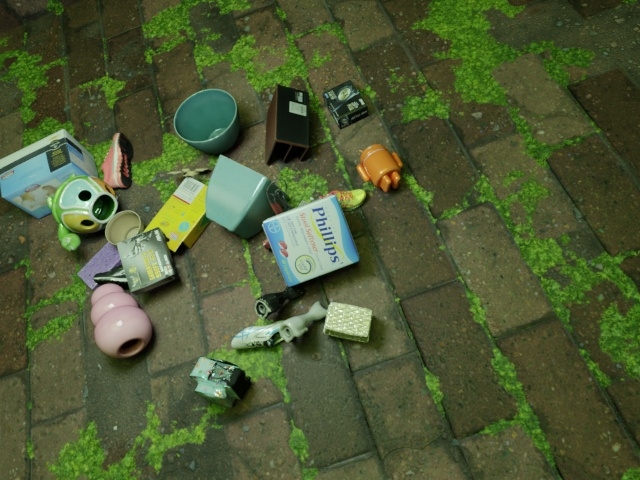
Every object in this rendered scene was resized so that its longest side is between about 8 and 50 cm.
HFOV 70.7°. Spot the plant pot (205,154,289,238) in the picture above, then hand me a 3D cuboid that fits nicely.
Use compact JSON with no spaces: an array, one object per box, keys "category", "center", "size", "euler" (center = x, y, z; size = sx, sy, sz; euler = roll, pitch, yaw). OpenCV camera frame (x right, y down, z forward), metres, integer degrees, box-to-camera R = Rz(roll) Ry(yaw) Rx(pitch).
[{"category":"plant pot","center":[-0.326,-0.157,1.851],"size":[0.247,0.248,0.252],"euler":[28,86,21]}]

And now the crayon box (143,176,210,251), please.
[{"category":"crayon box","center":[-0.589,-0.108,1.963],"size":[0.202,0.081,0.318],"euler":[29,74,22]}]

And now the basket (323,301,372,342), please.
[{"category":"basket","center":[0.101,0.290,1.614],"size":[0.167,0.103,0.113],"euler":[11,69,4]}]

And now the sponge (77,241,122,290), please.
[{"category":"sponge","center":[-0.949,0.104,1.971],"size":[0.117,0.031,0.210],"euler":[35,77,23]}]

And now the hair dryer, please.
[{"category":"hair dryer","center":[-0.147,-0.088,1.809],"size":[0.224,0.080,0.293],"euler":[23,104,-13]}]

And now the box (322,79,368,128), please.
[{"category":"box","center":[0.113,-0.618,2.046],"size":[0.148,0.077,0.180],"euler":[-25,64,-1]}]

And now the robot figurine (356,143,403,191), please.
[{"category":"robot figurine","center":[0.243,-0.304,1.850],"size":[0.158,0.128,0.219],"euler":[-38,62,21]}]

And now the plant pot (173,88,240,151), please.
[{"category":"plant pot","center":[-0.488,-0.512,2.059],"size":[0.291,0.195,0.290],"euler":[-4,66,10]}]

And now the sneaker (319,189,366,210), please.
[{"category":"sneaker","center":[0.086,-0.168,1.842],"size":[0.209,0.094,0.081],"euler":[-17,62,2]}]

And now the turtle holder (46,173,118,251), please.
[{"category":"turtle holder","center":[-1.031,-0.136,1.954],"size":[0.228,0.243,0.320],"euler":[11,41,30]}]

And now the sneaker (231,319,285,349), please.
[{"category":"sneaker","center":[-0.219,0.362,1.669],"size":[0.237,0.085,0.086],"euler":[-17,40,2]}]

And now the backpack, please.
[{"category":"backpack","center":[-0.367,0.497,1.598],"size":[0.189,0.165,0.144],"euler":[19,62,22]}]

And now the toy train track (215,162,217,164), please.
[{"category":"toy train track","center":[-0.465,-0.331,2.076],"size":[0.048,0.014,0.083],"euler":[8,74,8]}]

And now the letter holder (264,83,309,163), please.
[{"category":"letter holder","center":[-0.155,-0.499,2.026],"size":[0.152,0.214,0.301],"euler":[8,63,-19]}]

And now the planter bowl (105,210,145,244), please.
[{"category":"planter bowl","center":[-0.831,-0.035,1.965],"size":[0.162,0.109,0.162],"euler":[-4,66,10]}]

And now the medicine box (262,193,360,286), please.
[{"category":"medicine box","center":[-0.033,-0.005,1.701],"size":[0.290,0.149,0.263],"euler":[-21,97,3]}]

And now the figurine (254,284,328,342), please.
[{"category":"figurine","center":[-0.095,0.253,1.668],"size":[0.215,0.092,0.209],"euler":[38,42,23]}]

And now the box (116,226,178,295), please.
[{"category":"box","center":[-0.699,0.081,1.821],"size":[0.183,0.056,0.231],"euler":[-22,68,-8]}]

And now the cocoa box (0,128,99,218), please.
[{"category":"cocoa box","center":[-1.261,-0.305,2.108],"size":[0.347,0.231,0.227],"euler":[-27,64,-1]}]

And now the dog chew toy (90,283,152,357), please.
[{"category":"dog chew toy","center":[-0.798,0.298,1.767],"size":[0.207,0.206,0.332],"euler":[-39,57,-7]}]

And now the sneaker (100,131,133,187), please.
[{"category":"sneaker","center":[-0.989,-0.385,2.152],"size":[0.136,0.116,0.313],"euler":[-13,65,8]}]

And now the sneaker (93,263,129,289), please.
[{"category":"sneaker","center":[-0.800,0.132,1.897],"size":[0.284,0.107,0.124],"euler":[-2,62,1]}]

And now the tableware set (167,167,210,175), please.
[{"category":"tableware set","center":[-0.591,-0.310,2.030],"size":[0.141,0.169,0.020],"euler":[3,108,19]}]
